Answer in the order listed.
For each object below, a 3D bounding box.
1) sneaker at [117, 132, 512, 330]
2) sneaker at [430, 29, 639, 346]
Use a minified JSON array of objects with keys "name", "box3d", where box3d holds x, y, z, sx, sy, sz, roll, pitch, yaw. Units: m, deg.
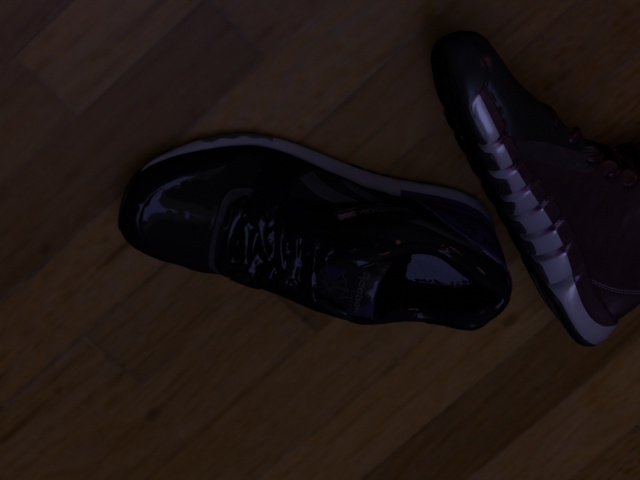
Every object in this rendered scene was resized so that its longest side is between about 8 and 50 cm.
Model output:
[{"name":"sneaker","box3d":[0.000,0.000,1.160,0.283,0.124,0.107,7,113,-10]},{"name":"sneaker","box3d":[0.196,-0.065,1.176,0.162,0.106,0.281,-30,125,2]}]
